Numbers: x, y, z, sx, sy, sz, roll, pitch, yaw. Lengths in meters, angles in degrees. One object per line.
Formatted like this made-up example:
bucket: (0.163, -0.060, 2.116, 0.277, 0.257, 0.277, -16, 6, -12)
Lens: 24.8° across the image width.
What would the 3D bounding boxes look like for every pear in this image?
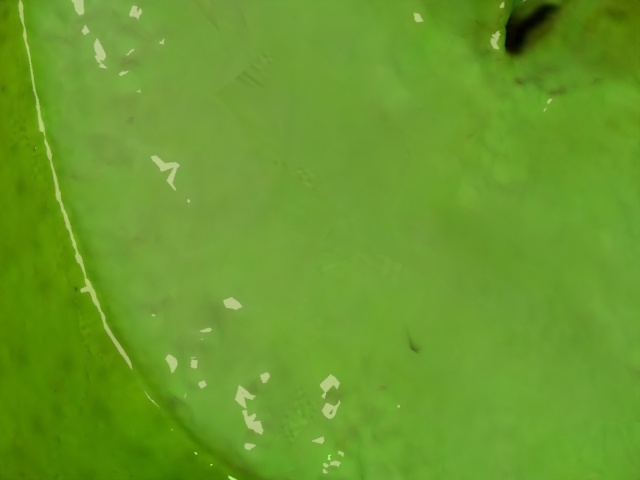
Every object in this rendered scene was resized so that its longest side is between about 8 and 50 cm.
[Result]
pear: (0.000, 0.000, 0.452, 0.286, 0.176, 0.282, 32, 60, -15)
